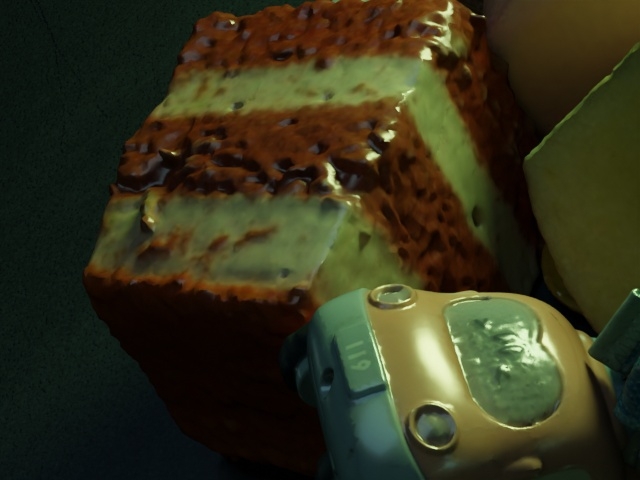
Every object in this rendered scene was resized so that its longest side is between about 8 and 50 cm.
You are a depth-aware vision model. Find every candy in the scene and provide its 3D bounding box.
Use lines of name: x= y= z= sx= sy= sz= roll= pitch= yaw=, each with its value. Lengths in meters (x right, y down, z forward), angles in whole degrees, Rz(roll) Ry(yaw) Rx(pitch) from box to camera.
candy: x=0.246 y=-0.172 z=1.409 sx=0.255 sy=0.255 sz=0.094 roll=-14 pitch=46 yaw=22

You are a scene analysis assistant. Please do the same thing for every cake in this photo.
cake: x=0.000 y=0.000 z=1.396 sx=0.270 sy=0.269 sz=0.319 roll=1 pitch=51 yaw=35

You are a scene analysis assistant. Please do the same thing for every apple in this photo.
apple: x=0.333 y=-0.022 z=1.217 sx=0.314 sy=0.252 sz=0.309 roll=-31 pitch=74 yaw=-8

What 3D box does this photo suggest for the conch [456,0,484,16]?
conch: x=0.240 y=-0.280 z=1.522 sx=0.297 sy=0.210 sz=0.352 roll=-49 pitch=7 yaw=-7

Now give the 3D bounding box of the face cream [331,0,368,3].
face cream: x=0.031 y=-0.248 z=1.813 sx=0.083 sy=0.021 sz=0.040 roll=-45 pitch=41 yaw=-13

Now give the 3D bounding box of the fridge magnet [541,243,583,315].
fridge magnet: x=0.243 y=0.002 z=1.390 sx=0.143 sy=0.063 sz=0.143 roll=-17 pitch=42 yaw=16

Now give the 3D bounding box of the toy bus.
toy bus: x=0.107 y=0.159 z=1.173 sx=0.232 sy=0.288 sz=0.194 roll=-13 pitch=43 yaw=0

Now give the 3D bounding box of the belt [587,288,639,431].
belt: x=0.306 y=0.132 z=1.080 sx=0.302 sy=0.072 sz=0.087 roll=32 pitch=38 yaw=5
